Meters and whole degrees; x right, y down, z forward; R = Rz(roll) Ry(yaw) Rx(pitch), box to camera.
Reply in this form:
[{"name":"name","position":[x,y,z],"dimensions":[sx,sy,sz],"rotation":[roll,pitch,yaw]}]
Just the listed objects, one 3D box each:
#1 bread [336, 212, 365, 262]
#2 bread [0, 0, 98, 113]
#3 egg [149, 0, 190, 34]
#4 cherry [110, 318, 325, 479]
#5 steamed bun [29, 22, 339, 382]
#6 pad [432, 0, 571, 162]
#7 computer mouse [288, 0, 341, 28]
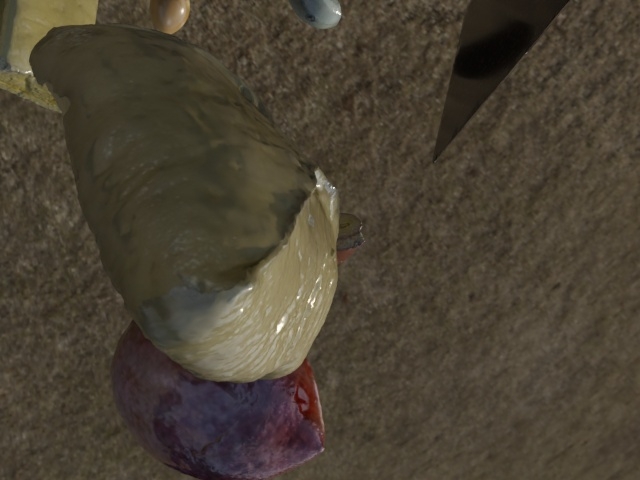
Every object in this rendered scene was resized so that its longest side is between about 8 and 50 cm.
[{"name":"bread","position":[0.000,0.001,1.291],"dimensions":[0.119,0.067,0.192],"rotation":[13,165,-4]},{"name":"bread","position":[-0.329,-0.254,0.945],"dimensions":[0.060,0.178,0.140],"rotation":[-12,160,35]},{"name":"egg","position":[-0.306,-0.463,1.592],"dimensions":[0.080,0.080,0.096],"rotation":[8,129,-36]},{"name":"cherry","position":[-0.094,0.146,0.786],"dimensions":[0.192,0.250,0.175],"rotation":[-56,148,-12]},{"name":"steamed bun","position":[-0.049,-0.017,0.438],"dimensions":[0.111,0.231,0.212],"rotation":[-32,146,0]},{"name":"pad","position":[0.181,-0.227,0.749],"dimensions":[0.004,0.219,0.330],"rotation":[17,160,-6]},{"name":"computer mouse","position":[-0.028,-0.472,1.470],"dimensions":[0.056,0.089,0.181],"rotation":[-50,124,-42]}]
